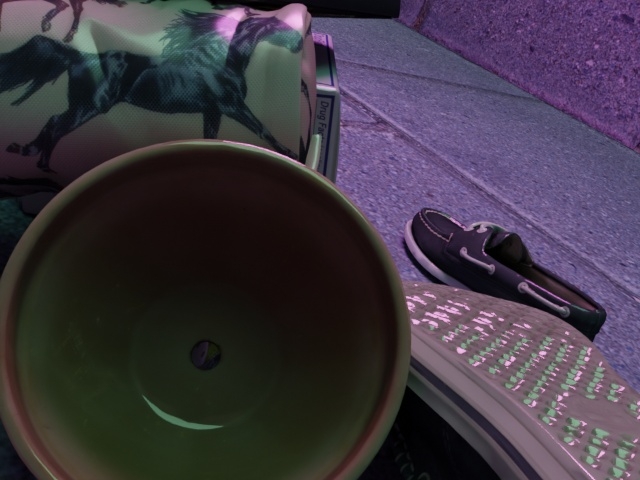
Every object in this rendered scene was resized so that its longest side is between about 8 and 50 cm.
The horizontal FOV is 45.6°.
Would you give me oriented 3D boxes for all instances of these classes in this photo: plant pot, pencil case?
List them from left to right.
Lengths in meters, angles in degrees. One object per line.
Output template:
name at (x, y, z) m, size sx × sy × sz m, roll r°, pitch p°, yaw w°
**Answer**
pencil case at (-0.195, -0.094, 0.559) m, size 0.411 × 0.159 × 0.183 m, roll 0°, pitch -10°, yaw -6°
plant pot at (-0.072, 0.064, 0.480) m, size 0.238 × 0.237 × 0.110 m, roll 20°, pitch -19°, yaw -4°

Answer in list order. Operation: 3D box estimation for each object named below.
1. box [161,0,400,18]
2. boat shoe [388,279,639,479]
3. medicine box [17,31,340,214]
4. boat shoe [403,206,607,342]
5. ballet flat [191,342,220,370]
box at (-0.158, -0.271, 0.729) m, size 0.395 × 0.097 × 0.318 m, roll 10°, pitch 14°, yaw 25°
boat shoe at (0.127, 0.147, 0.493) m, size 0.187 × 0.155 × 0.500 m, roll 9°, pitch 15°, yaw -18°
medicine box at (-0.130, -0.133, 0.789) m, size 0.290 × 0.149 × 0.263 m, roll 5°, pitch 25°, yaw -3°
boat shoe at (0.203, 0.032, 0.860) m, size 0.114 × 0.091 × 0.302 m, roll 3°, pitch 30°, yaw -36°
ballet flat at (-0.094, 0.079, 0.579) m, size 0.041 × 0.041 × 0.114 m, roll 26°, pitch 24°, yaw 10°
